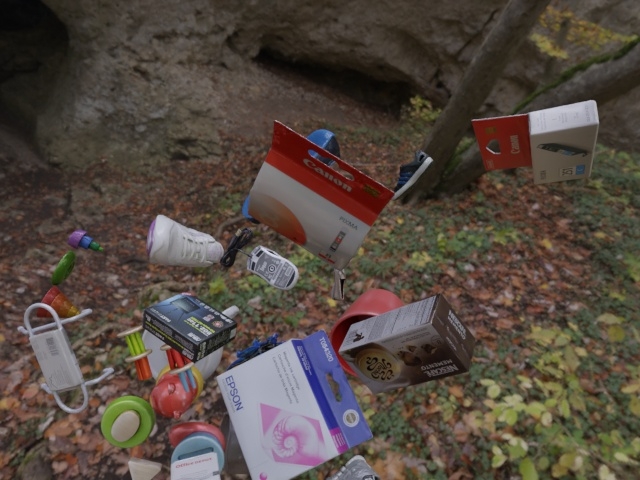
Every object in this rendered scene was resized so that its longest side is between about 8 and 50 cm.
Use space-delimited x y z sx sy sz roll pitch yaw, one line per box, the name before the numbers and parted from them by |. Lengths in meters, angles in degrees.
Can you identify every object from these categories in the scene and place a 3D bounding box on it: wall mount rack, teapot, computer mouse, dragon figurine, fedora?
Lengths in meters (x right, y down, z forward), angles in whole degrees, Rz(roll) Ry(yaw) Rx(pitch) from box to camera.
wall mount rack | -0.809 0.352 1.487 0.130 0.303 0.350 -43 117 -75
teapot | -0.389 0.304 1.454 0.255 0.253 0.187 8 3 11
computer mouse | -0.131 0.053 1.110 0.192 0.106 0.042 30 0 18
dragon figurine | -0.271 0.455 1.913 0.085 0.289 0.144 59 -15 -5
fedora | -0.252 0.643 1.545 0.124 0.276 0.243 0 14 -22

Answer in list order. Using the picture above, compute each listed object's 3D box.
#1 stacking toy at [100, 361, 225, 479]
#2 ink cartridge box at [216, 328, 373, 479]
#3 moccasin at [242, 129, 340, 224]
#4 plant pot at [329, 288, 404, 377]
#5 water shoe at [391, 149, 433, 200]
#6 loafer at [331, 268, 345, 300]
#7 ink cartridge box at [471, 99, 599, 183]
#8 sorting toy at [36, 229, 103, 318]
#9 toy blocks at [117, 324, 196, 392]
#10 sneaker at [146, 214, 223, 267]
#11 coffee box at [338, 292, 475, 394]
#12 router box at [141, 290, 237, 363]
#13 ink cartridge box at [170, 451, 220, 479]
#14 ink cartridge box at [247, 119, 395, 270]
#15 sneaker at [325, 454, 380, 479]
stacking toy | -0.396 0.497 1.212 0.130 0.279 0.309 -150 -142 -81
ink cartridge box | -0.077 0.447 1.310 0.324 0.330 0.071 63 3 22
moccasin | -0.065 -0.159 1.375 0.138 0.342 0.117 48 -2 43
plant pot | 0.191 0.312 1.720 0.274 0.275 0.243 32 29 4
water shoe | 0.303 -0.225 1.689 0.080 0.203 0.073 50 27 15
loafer | 0.065 0.129 1.544 0.039 0.125 0.045 4 -6 40
ink cartridge box | 0.531 -0.223 1.210 0.261 0.066 0.296 -5 -18 25
sorting toy | -0.843 0.137 1.671 0.126 0.366 0.127 28 17 -12
toy blocks | -0.310 0.230 0.936 0.054 0.123 0.148 -88 159 -88
sneaker | -0.319 0.007 1.175 0.152 0.114 0.305 7 -2 1
coffee box | 0.219 0.272 1.252 0.168 0.297 0.119 52 38 -14
router box | -0.210 0.136 0.783 0.122 0.038 0.092 25 26 24
ink cartridge box | -0.252 0.513 0.994 0.099 0.056 0.135 -9 22 -14
ink cartridge box | -0.009 -0.039 0.551 0.145 0.045 0.179 32 -19 1
sneaker | 0.075 0.702 1.329 0.228 0.086 0.132 -34 40 -30
